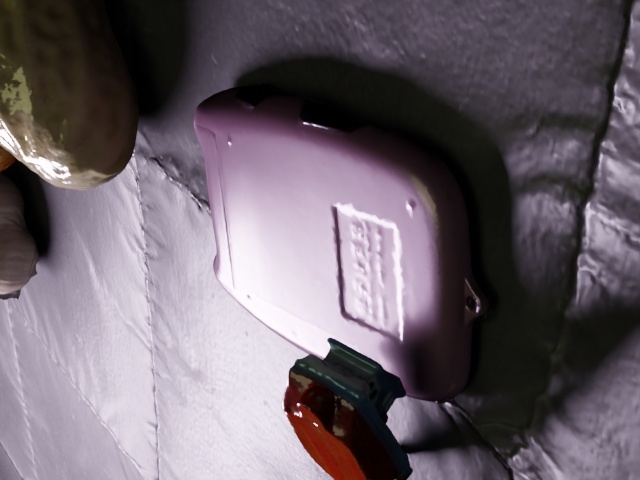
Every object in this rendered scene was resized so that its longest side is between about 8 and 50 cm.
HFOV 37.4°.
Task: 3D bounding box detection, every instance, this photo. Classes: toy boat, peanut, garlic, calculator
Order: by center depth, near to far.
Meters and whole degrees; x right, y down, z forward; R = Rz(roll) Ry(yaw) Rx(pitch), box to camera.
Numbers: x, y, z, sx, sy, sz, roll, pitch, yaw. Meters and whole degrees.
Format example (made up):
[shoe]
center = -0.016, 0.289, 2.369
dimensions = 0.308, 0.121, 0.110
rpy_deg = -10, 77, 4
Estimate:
[toy boat]
center = 0.024, 0.118, 0.608
dimensions = 0.069, 0.058, 0.173
rpy_deg = 25, 156, 29
[calculator]
center = -0.001, 0.000, 0.643
dimensions = 0.294, 0.043, 0.194
rpy_deg = 24, 126, 48
[peanut]
center = -0.263, -0.193, 0.849
dimensions = 0.152, 0.152, 0.313
rpy_deg = -20, 87, 59
[garlic]
center = -0.458, -0.036, 1.256
dimensions = 0.229, 0.178, 0.142
rpy_deg = 36, 106, 18

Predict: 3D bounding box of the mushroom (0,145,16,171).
[mushroom]
center = -0.427, -0.183, 1.110
dimensions = 0.253, 0.153, 0.253
rpy_deg = 16, 110, 53
